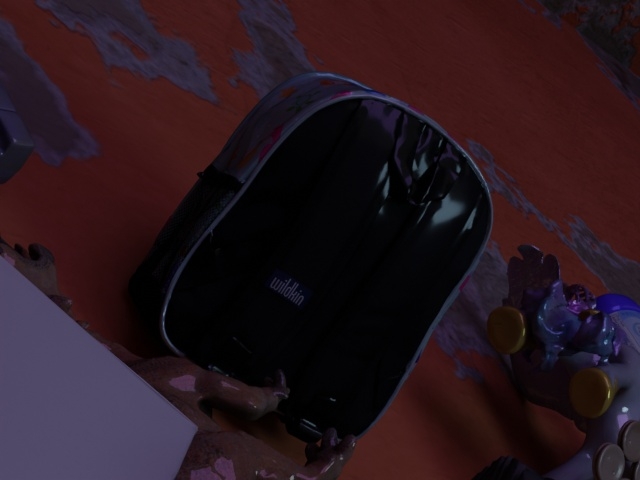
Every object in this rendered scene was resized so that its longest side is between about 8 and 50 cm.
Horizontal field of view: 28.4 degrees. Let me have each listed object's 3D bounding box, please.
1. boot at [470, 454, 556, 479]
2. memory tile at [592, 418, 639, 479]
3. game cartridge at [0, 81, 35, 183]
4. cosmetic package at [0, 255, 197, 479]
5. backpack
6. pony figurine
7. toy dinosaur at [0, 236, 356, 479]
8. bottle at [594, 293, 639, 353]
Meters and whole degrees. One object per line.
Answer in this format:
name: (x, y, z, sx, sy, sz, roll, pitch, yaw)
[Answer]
boot: (0.218, 0.313, 0.642, 0.445, 0.367, 0.146, 33, 64, 6)
memory tile: (0.291, 0.224, 1.124, 0.113, 0.012, 0.148, -34, 111, -34)
game cartridge: (-0.379, -0.151, 0.846, 0.355, 0.068, 0.230, 7, 40, -55)
cosmetic package: (-0.197, 0.170, 0.459, 0.155, 0.197, 0.365, 42, 25, -9)
backpack: (0.000, 0.000, 0.994, 0.225, 0.253, 0.191, 33, 7, -25)
pony figurine: (0.294, 0.152, 1.281, 0.363, 0.302, 0.351, 15, 70, -56)
toy dinosaur: (-0.100, 0.130, 0.715, 0.200, 0.127, 0.295, 16, 19, -47)
bottle: (0.417, 0.198, 1.566, 0.118, 0.092, 0.283, 19, 35, -48)
